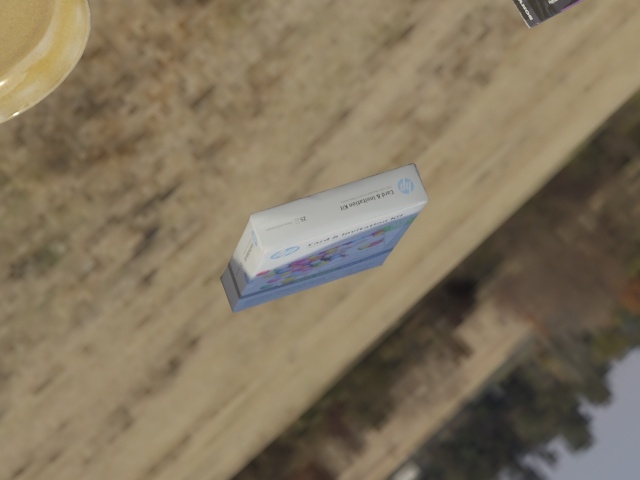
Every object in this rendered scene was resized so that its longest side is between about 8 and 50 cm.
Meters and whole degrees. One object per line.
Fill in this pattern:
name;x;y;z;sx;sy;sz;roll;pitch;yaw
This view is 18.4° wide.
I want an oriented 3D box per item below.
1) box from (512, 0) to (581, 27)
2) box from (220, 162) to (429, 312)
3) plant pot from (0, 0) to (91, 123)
box;0.207;-0.191;1.273;0.116;0.029;0.162;-31;-175;-22
box;0.000;0.000;1.640;0.145;0.038;0.186;-18;166;-16
plant pot;-0.273;-0.141;1.318;0.236;0.032;0.236;-14;151;-8
